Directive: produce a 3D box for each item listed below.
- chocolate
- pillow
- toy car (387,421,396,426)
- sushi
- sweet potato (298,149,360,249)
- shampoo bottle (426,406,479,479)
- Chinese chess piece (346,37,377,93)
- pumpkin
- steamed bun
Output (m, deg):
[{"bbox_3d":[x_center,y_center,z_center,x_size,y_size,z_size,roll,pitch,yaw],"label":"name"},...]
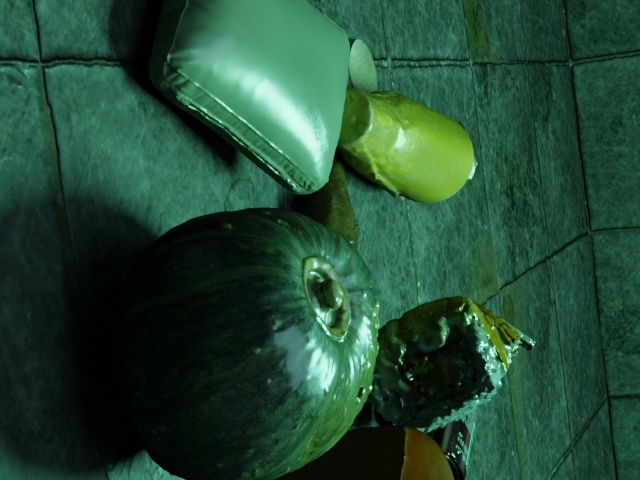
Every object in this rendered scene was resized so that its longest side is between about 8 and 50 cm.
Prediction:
[{"bbox_3d":[0.101,-0.154,1.794,0.445,0.162,0.162,12,75,-67],"label":"chocolate"},{"bbox_3d":[-0.078,-0.227,1.457,0.322,0.120,0.255,36,54,-45],"label":"pillow"},{"bbox_3d":[0.130,0.237,1.914,0.069,0.055,0.142,70,30,-81],"label":"toy car"},{"bbox_3d":[0.185,0.188,1.805,0.184,0.274,0.139,65,13,9],"label":"sushi"},{"bbox_3d":[0.002,0.004,1.644,0.114,0.092,0.341,50,38,-26],"label":"sweet potato"},{"bbox_3d":[0.244,0.293,2.128,0.323,0.084,0.129,-70,148,-45],"label":"shampoo bottle"},{"bbox_3d":[0.047,-0.255,1.845,0.122,0.051,0.122,-8,90,-66],"label":"Chinese chess piece"},{"bbox_3d":[-0.072,0.114,1.263,0.328,0.257,0.291,11,63,-58],"label":"pumpkin"},{"bbox_3d":[0.050,0.435,1.487,0.248,0.235,0.379,57,35,-36],"label":"steamed bun"}]
